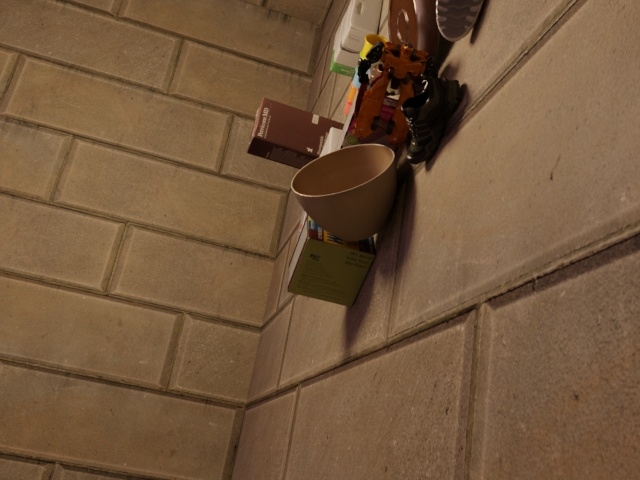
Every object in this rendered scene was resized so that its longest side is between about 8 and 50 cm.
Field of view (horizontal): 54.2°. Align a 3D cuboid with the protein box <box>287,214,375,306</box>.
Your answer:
[{"bbox_3d":[0.028,0.056,1.811,0.136,0.199,0.201,-92,19,-55],"label":"protein box"}]

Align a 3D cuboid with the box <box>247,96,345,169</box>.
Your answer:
[{"bbox_3d":[-0.075,-0.392,2.431,0.143,0.381,0.191,128,154,-64],"label":"box"}]

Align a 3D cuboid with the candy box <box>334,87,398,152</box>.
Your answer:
[{"bbox_3d":[0.144,-0.298,1.795,0.071,0.159,0.233,-90,17,-55],"label":"candy box"}]

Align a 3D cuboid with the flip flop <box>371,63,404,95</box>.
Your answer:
[{"bbox_3d":[0.179,-0.453,1.750,0.277,0.080,0.112,-126,19,-81],"label":"flip flop"}]

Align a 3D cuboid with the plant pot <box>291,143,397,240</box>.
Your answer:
[{"bbox_3d":[0.084,-0.111,1.687,0.284,0.284,0.191,-96,-12,-61],"label":"plant pot"}]

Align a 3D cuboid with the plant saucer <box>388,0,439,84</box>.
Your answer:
[{"bbox_3d":[0.237,-0.570,1.663,0.310,0.050,0.311,170,90,-80],"label":"plant saucer"}]

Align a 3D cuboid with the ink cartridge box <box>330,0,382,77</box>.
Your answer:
[{"bbox_3d":[0.145,-0.855,2.602,0.289,0.121,0.211,128,154,-64],"label":"ink cartridge box"}]

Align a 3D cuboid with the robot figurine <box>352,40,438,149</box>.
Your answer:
[{"bbox_3d":[0.184,-0.381,1.607,0.085,0.211,0.291,-75,1,-46],"label":"robot figurine"}]

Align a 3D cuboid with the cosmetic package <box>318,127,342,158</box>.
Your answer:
[{"bbox_3d":[0.060,-0.227,2.181,0.225,0.138,0.224,115,165,-48],"label":"cosmetic package"}]

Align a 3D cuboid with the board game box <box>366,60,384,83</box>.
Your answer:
[{"bbox_3d":[0.196,-0.522,1.966,0.154,0.103,0.026,-89,17,-53],"label":"board game box"}]

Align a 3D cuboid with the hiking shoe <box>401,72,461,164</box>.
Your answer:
[{"bbox_3d":[0.231,-0.282,1.446,0.086,0.114,0.227,-89,17,-51],"label":"hiking shoe"}]

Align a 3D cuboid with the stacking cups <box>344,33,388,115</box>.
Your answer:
[{"bbox_3d":[0.166,-0.593,2.298,0.316,0.096,0.096,108,170,-45],"label":"stacking cups"}]

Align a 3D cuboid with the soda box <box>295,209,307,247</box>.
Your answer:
[{"bbox_3d":[-0.043,0.007,2.510,0.091,0.098,0.286,127,155,-67],"label":"soda box"}]

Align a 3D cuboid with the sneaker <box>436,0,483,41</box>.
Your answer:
[{"bbox_3d":[0.337,-0.588,1.443,0.115,0.105,0.281,24,-104,-71],"label":"sneaker"}]
